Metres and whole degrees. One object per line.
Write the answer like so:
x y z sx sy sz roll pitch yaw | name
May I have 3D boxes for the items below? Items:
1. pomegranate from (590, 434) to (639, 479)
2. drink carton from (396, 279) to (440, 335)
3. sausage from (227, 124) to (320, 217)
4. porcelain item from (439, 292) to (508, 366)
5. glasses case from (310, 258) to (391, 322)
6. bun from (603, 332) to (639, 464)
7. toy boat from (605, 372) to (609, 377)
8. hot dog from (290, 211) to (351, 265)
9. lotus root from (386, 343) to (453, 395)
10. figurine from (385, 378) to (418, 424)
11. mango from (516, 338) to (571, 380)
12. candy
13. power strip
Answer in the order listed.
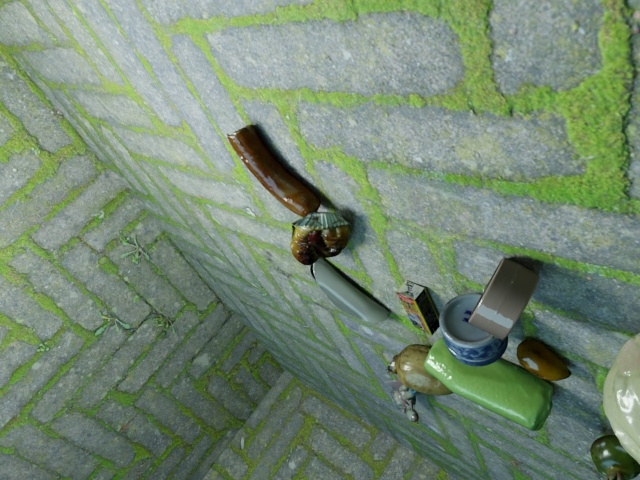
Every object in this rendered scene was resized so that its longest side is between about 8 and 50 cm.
0.736 0.558 1.182 0.114 0.142 0.115 17 127 24 | pomegranate
0.275 0.188 1.316 0.071 0.056 0.166 26 155 48 | drink carton
-0.122 -0.174 1.228 0.302 0.076 0.102 47 157 -16 | sausage
0.359 0.211 1.110 0.147 0.147 0.114 21 152 38 | porcelain item
0.078 0.181 1.566 0.308 0.083 0.128 38 157 5 | glasses case
0.608 0.286 0.707 0.361 0.212 0.361 50 159 27 | bun
0.689 0.335 0.953 0.208 0.078 0.134 46 151 14 | toy boat
0.000 0.000 1.292 0.162 0.082 0.270 -3 159 -6 | hot dog
0.338 0.405 1.503 0.256 0.154 0.140 11 109 22 | lotus root
0.364 0.639 1.927 0.205 0.102 0.260 58 162 27 | figurine
0.520 0.287 1.112 0.127 0.063 0.077 33 148 13 | mango
0.454 0.388 1.302 0.343 0.142 0.132 23 165 37 | candy
0.356 0.116 0.929 0.078 0.154 0.154 29 155 17 | power strip
